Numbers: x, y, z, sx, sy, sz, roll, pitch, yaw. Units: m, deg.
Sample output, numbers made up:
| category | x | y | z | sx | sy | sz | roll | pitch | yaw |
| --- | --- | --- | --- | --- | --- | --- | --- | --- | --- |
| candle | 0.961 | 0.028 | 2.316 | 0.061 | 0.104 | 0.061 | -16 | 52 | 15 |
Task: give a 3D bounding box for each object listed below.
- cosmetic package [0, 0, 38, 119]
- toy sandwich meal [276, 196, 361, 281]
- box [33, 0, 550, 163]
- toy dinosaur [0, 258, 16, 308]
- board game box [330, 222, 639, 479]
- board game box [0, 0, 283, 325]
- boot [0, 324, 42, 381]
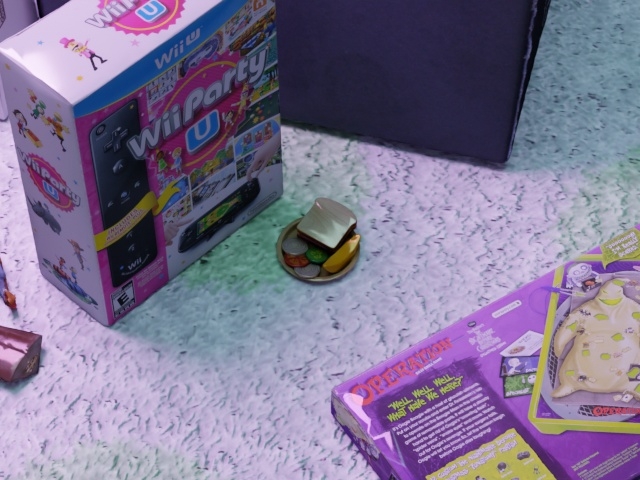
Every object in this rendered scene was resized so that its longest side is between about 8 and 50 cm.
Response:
| category | x | y | z | sx | sy | sz | roll | pitch | yaw |
| --- | --- | --- | --- | --- | --- | --- | --- | --- | --- |
| cosmetic package | -0.373 | -0.235 | 1.691 | 0.184 | 0.151 | 0.151 | 12 | 53 | 7 |
| toy sandwich meal | 0.000 | 0.000 | 1.592 | 0.086 | 0.029 | 0.085 | 0 | 53 | 0 |
| box | 0.015 | -0.381 | 1.715 | 0.480 | 0.297 | 0.471 | 13 | 52 | 9 |
| toy dinosaur | -0.293 | 0.024 | 1.567 | 0.082 | 0.047 | 0.090 | 42 | 50 | 6 |
| board game box | 0.208 | 0.132 | 1.486 | 0.347 | 0.056 | 0.208 | -26 | 62 | -19 |
| board game box | -0.145 | -0.097 | 1.493 | 0.097 | 0.303 | 0.224 | 37 | 62 | 26 |
| boot | -0.308 | 0.107 | 1.508 | 0.114 | 0.037 | 0.106 | 22 | 58 | 10 |
